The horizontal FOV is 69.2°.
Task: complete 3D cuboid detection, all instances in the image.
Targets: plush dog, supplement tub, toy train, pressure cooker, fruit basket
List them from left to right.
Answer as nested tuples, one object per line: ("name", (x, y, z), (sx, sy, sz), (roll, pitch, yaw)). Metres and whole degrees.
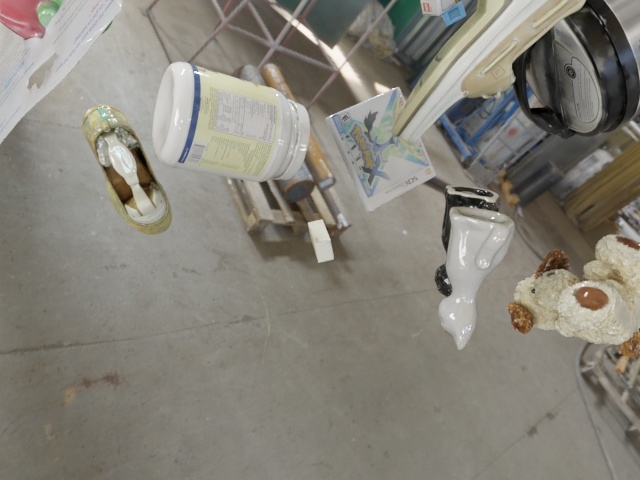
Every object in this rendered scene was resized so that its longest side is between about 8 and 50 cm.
("fruit basket", (-0.259, -0.293, 0.462), (0.165, 0.327, 0.353), (2, 76, -49))
("supplement tub", (-0.213, -0.269, 1.115), (0.324, 0.235, 0.236), (6, 49, -32))
("toy train", (0.368, -0.725, 1.373), (0.105, 0.080, 0.184), (47, 27, -47))
("plush dog", (0.506, 0.123, 0.932), (0.262, 0.225, 0.211), (-37, 117, -30))
("pressure cooker", (0.604, -0.426, 0.975), (0.370, 0.420, 0.375), (60, 9, -2))

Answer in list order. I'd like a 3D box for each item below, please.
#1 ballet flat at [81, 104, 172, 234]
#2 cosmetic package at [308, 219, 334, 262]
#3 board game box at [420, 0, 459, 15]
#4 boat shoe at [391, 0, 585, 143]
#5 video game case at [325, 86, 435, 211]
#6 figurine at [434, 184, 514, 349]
("ballet flat", (-0.418, -0.128, 1.040), (0.123, 0.123, 0.349), (-90, 171, -49))
("cosmetic package", (0.000, 0.000, 1.160), (0.115, 0.041, 0.060), (-109, -173, -62))
("board game box", (0.246, -0.613, 0.860), (0.053, 0.193, 0.305), (37, -20, 45))
("boat shoe", (0.215, -0.238, 0.623), (0.103, 0.302, 0.113), (33, 38, -8))
("video game case", (0.207, -0.303, 1.531), (0.299, 0.036, 0.329), (-29, 99, -23))
("figurine", (0.230, 0.040, 0.740), (0.092, 0.210, 0.215), (9, 22, 9))
